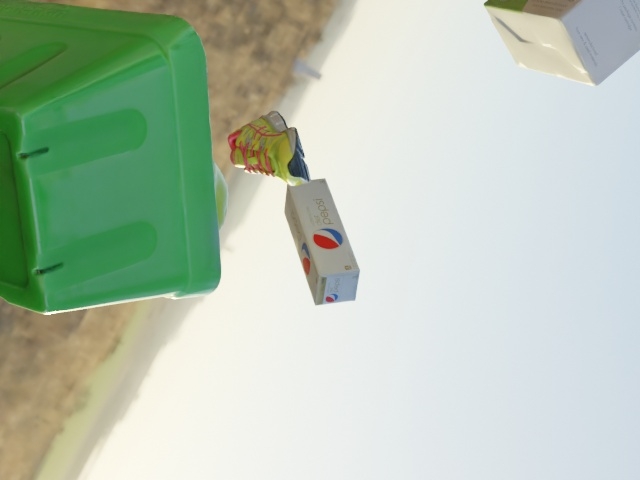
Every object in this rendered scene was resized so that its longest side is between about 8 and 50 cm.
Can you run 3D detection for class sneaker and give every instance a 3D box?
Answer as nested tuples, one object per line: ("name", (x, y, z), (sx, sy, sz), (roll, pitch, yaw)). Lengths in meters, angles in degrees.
("sneaker", (-0.076, -0.117, 1.745), (0.208, 0.094, 0.081), (-133, -153, -67))

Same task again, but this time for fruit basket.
("fruit basket", (-0.221, -0.082, 1.147), (0.392, 0.392, 0.283), (-72, 161, -67))

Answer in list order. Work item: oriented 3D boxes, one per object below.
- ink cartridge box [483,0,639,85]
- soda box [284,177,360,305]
("ink cartridge box", (0.424, -0.375, 1.708), (0.353, 0.119, 0.207), (-40, -154, -9))
("soda box", (0.000, 0.000, 1.996), (0.074, 0.069, 0.216), (97, -20, -45))
